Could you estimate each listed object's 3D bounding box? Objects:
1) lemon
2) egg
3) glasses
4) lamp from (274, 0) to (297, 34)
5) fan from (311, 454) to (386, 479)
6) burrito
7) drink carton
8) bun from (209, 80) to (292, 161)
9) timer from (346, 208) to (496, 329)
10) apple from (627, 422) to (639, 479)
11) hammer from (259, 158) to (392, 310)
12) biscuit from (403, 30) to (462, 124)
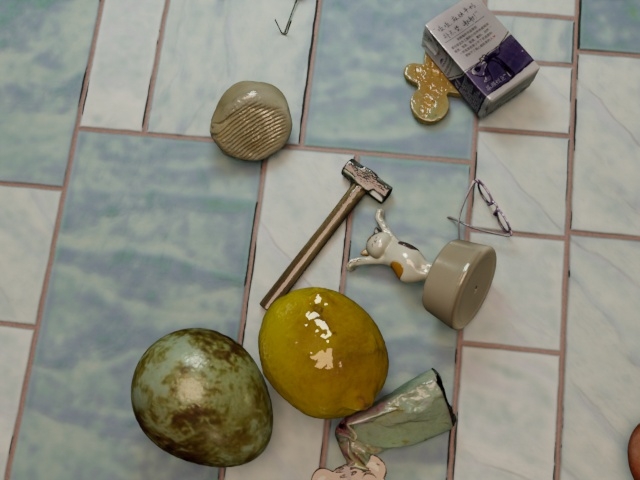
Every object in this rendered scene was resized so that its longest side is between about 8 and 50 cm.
[{"bbox_3d":[0.005,0.211,1.476,0.233,0.233,0.288,-42,57,-7],"label":"lemon"},{"bbox_3d":[-0.215,0.298,1.468,0.289,0.238,0.238,45,82,-12],"label":"egg"},{"bbox_3d":[0.314,-0.047,1.605,0.104,0.062,0.139,-27,75,-2],"label":"glasses"},{"bbox_3d":[-0.063,-0.525,1.758,0.041,0.054,0.121,19,71,8],"label":"lamp"},{"bbox_3d":[0.076,0.535,1.503,0.153,0.008,0.226,-17,75,-1],"label":"fan"},{"bbox_3d":[0.138,0.342,1.498,0.229,0.089,0.143,-23,119,-2],"label":"burrito"},{"bbox_3d":[0.329,-0.387,1.641,0.134,0.102,0.222,-36,79,-5],"label":"drink carton"},{"bbox_3d":[-0.149,-0.258,1.658,0.173,0.166,0.113,-6,33,-5],"label":"bun"},{"bbox_3d":[0.193,0.047,1.564,0.266,0.175,0.175,24,78,28],"label":"timer"},{"bbox_3d":[0.669,0.398,1.420,0.201,0.162,0.201,0,77,2],"label":"apple"},{"bbox_3d":[0.000,0.000,1.629,0.111,0.043,0.365,37,83,10],"label":"hammer"},{"bbox_3d":[0.258,-0.359,1.701,0.153,0.030,0.234,16,78,7],"label":"biscuit"}]
